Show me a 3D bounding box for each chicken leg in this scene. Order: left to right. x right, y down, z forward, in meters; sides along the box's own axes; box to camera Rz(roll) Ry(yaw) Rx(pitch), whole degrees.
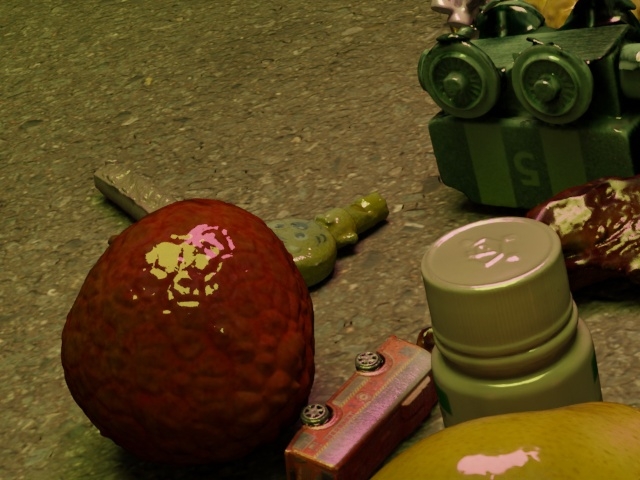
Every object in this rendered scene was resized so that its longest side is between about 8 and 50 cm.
[{"bbox_3d":[0.269,0.024,1.540,0.407,0.096,0.158,-22,48,-10],"label":"chicken leg"}]

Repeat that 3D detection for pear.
[{"bbox_3d":[0.131,0.240,1.012,0.284,0.285,0.336,-9,14,10],"label":"pear"}]

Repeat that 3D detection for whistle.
[{"bbox_3d":[0.000,0.000,1.754,0.198,0.057,0.104,-27,40,-36],"label":"whistle"}]

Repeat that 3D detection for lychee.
[{"bbox_3d":[-0.128,0.081,1.456,0.300,0.255,0.255,34,50,25],"label":"lychee"}]

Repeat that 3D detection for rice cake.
[{"bbox_3d":[-0.225,-0.047,1.941,0.049,0.055,0.270,-35,33,-15],"label":"rice cake"}]

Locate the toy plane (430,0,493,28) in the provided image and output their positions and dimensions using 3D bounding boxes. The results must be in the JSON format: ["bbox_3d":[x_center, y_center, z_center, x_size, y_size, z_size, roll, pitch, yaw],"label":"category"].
[{"bbox_3d":[0.269,-0.339,2.070,0.266,0.267,0.122,-23,0,-16],"label":"toy plane"}]

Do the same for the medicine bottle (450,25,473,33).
[{"bbox_3d":[0.316,-0.318,2.164,0.260,0.064,0.095,-14,36,2],"label":"medicine bottle"}]

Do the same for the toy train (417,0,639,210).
[{"bbox_3d":[0.248,-0.147,1.697,0.299,0.238,0.167,7,35,39],"label":"toy train"}]

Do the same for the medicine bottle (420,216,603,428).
[{"bbox_3d":[0.160,0.109,1.270,0.139,0.237,0.139,-13,27,7],"label":"medicine bottle"}]

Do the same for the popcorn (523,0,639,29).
[{"bbox_3d":[0.344,-0.245,1.838,0.251,0.237,0.206,-14,56,22],"label":"popcorn"}]

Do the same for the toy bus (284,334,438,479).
[{"bbox_3d":[0.041,0.166,1.412,0.077,0.065,0.192,19,42,30],"label":"toy bus"}]
